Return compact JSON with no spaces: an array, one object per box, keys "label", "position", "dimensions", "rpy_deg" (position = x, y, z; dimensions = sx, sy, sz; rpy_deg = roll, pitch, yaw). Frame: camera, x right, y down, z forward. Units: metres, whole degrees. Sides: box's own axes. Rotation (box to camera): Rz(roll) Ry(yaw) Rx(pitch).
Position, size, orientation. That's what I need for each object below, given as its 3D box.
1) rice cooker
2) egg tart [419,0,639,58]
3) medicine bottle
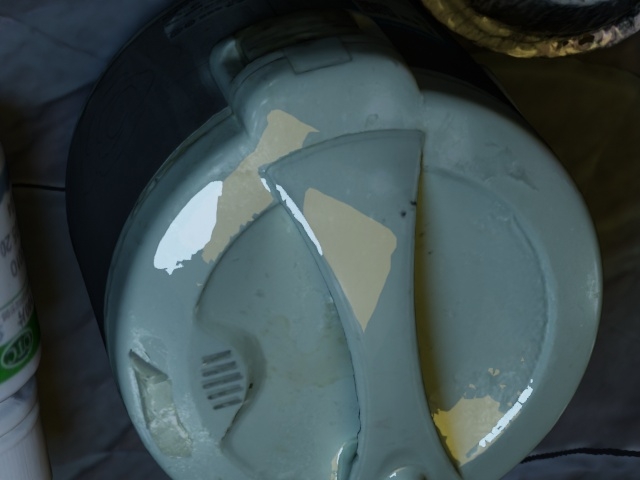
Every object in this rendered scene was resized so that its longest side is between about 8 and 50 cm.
[{"label":"rice cooker","position":[0.002,0.001,1.116],"dimensions":[0.288,0.277,0.288],"rpy_deg":[-6,115,-13]},{"label":"egg tart","position":[0.149,-0.209,1.157],"dimensions":[0.234,0.094,0.234],"rpy_deg":[-7,120,-13]},{"label":"medicine bottle","position":[-0.231,0.053,1.158],"dimensions":[0.139,0.139,0.237],"rpy_deg":[-13,117,-8]}]
